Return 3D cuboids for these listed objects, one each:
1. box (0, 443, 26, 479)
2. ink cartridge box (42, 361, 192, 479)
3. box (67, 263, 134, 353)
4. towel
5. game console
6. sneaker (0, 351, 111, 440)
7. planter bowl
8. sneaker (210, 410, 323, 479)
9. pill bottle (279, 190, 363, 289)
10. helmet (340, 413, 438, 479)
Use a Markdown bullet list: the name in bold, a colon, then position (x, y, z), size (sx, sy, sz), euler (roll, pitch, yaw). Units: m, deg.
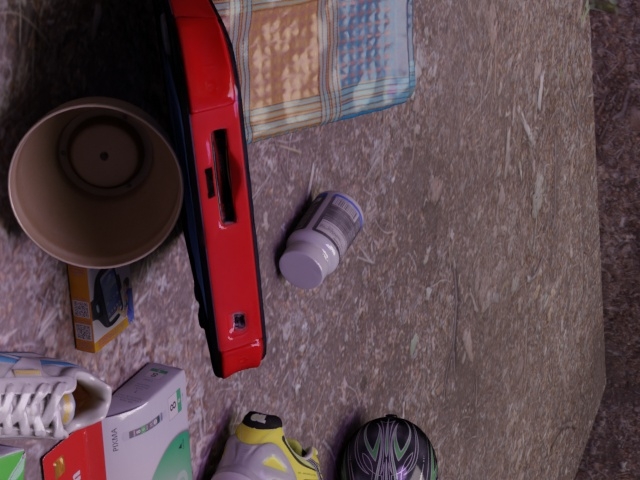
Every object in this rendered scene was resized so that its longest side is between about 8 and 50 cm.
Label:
- **box**: position (-0.351, 0.261, 1.051), size (0.127, 0.231, 0.262), euler (-3, 102, -66)
- **ink cartridge box**: position (-0.217, 0.264, 1.611), size (0.225, 0.056, 0.181), euler (-44, 138, -58)
- **box**: position (-0.229, 0.040, 1.524), size (0.081, 0.028, 0.136), euler (-44, 140, -55)
- **towel**: position (-0.015, -0.262, 1.748), size (0.370, 0.040, 0.271), euler (-20, 117, -42)
- **game console**: position (-0.127, -0.090, 1.472), size (0.342, 0.060, 0.386), euler (-118, -159, -56)
- **sneaker**: position (-0.283, 0.146, 1.353), size (0.229, 0.092, 0.087), euler (-6, 106, -66)
- **planter bowl**: position (-0.209, -0.069, 1.391), size (0.109, 0.162, 0.162), euler (-97, -174, -67)
- **sneaker**: position (-0.030, 0.355, 1.979), size (0.384, 0.145, 0.147), euler (60, 45, -59)
- **pill bottle**: position (0.000, 0.000, 1.992), size (0.137, 0.078, 0.078), euler (-56, 148, -44)
- **helmet**: position (0.108, 0.364, 2.291), size (0.161, 0.169, 0.169), euler (-52, 148, -79)
